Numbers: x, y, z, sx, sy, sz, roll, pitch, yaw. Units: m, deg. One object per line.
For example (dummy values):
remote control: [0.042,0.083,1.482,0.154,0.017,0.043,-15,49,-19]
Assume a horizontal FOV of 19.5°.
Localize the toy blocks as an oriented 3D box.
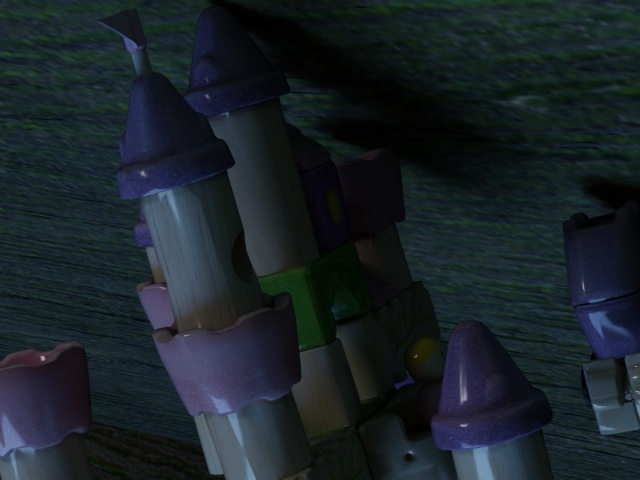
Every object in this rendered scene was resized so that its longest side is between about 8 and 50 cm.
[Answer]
toy blocks: [0.000,0.000,0.932,0.309,0.260,0.288,-13,-174,20]
